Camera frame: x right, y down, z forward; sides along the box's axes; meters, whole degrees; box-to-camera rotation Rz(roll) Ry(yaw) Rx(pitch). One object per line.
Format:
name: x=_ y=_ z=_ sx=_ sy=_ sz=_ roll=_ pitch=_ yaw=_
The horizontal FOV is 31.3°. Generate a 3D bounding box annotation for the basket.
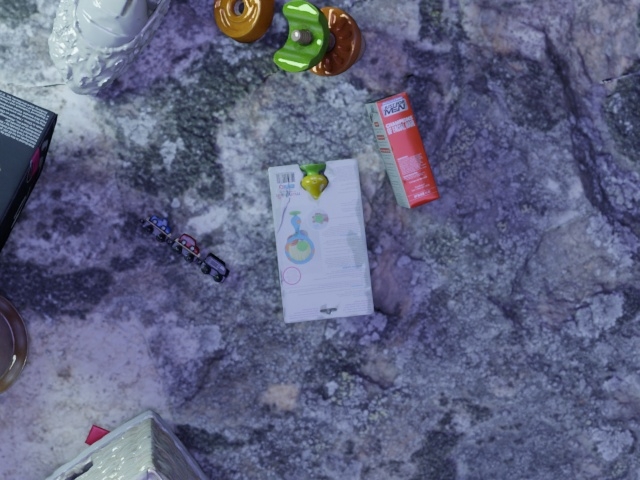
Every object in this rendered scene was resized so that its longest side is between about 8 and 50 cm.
basket: x=-0.277 y=0.488 z=1.645 sx=0.328 sy=0.266 sz=0.331 roll=-36 pitch=102 yaw=-4

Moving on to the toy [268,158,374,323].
toy: x=0.000 y=0.000 z=1.743 sx=0.137 sy=0.056 sz=0.237 roll=-6 pitch=91 yaw=-3

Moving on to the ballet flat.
ballet flat: x=-0.259 y=-0.394 z=1.637 sx=0.147 sy=0.147 sz=0.409 roll=35 pitch=91 yaw=-9

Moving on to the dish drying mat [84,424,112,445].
dish drying mat: x=-0.318 y=0.313 z=1.756 sx=0.083 sy=0.008 sz=0.032 roll=25 pitch=93 yaw=-8

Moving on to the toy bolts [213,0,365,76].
toy bolts: x=-0.021 y=-0.371 z=1.693 sx=0.218 sy=0.158 sz=0.228 roll=23 pitch=105 yaw=31

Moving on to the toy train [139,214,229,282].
toy train: x=-0.204 y=0.009 z=1.732 sx=0.158 sy=0.027 sz=0.036 roll=36 pitch=87 yaw=-9

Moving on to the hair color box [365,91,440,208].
hair color box: x=0.123 y=-0.137 z=1.726 sx=0.053 sy=0.093 sz=0.167 roll=-20 pitch=98 yaw=-6

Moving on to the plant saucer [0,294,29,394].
plant saucer: x=-0.514 y=0.154 z=1.677 sx=0.168 sy=0.029 sz=0.168 roll=6 pitch=79 yaw=-31

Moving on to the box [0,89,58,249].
box: x=-0.485 y=-0.062 z=1.565 sx=0.143 sy=0.165 sz=0.270 roll=24 pitch=59 yaw=-8
